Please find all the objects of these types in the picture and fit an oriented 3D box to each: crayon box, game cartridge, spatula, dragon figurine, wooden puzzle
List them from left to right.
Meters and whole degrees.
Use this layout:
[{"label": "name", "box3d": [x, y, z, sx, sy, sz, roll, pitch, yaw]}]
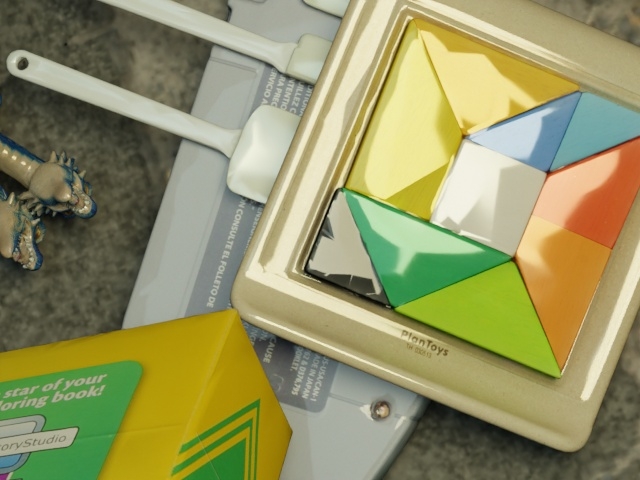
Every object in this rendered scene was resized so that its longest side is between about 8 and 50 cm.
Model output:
[{"label": "crayon box", "box3d": [-0.223, 0.191, 0.821, 0.363, 0.313, 0.106, -11, 120, 20]}, {"label": "dragon figurine", "box3d": [-0.259, -0.092, 1.006, 0.085, 0.144, 0.289, -48, 61, -2]}, {"label": "spatula", "box3d": [-0.062, -0.121, 0.964, 0.242, 0.019, 0.168, 21, 86, 11]}, {"label": "game cartridge", "box3d": [0.000, 0.000, 0.972, 0.196, 0.060, 0.294, 17, 85, 14]}, {"label": "wooden puzzle", "box3d": [0.091, -0.027, 0.913, 0.221, 0.044, 0.238, 22, 82, -4]}]
